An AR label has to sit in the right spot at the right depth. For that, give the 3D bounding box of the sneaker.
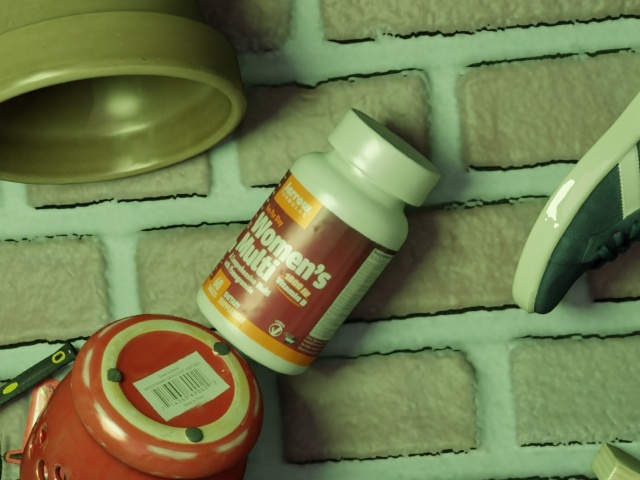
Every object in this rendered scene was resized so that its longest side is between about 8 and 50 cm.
[{"bbox_3d":[0.309,-0.054,1.654,0.148,0.131,0.350,40,99,11],"label":"sneaker"}]

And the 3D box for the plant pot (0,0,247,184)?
[{"bbox_3d":[-0.207,-0.197,1.708,0.263,0.263,0.229,-13,72,11],"label":"plant pot"}]

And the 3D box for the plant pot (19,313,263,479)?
[{"bbox_3d":[-0.151,0.168,1.700,0.191,0.191,0.174,32,132,8],"label":"plant pot"}]

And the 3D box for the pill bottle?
[{"bbox_3d":[0.000,0.000,1.723,0.121,0.121,0.221,38,100,6],"label":"pill bottle"}]

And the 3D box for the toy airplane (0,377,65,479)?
[{"bbox_3d":[-0.233,0.201,1.826,0.151,0.028,0.151,-3,77,13],"label":"toy airplane"}]

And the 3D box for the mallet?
[{"bbox_3d":[-0.313,0.144,1.835,0.190,0.039,0.062,-39,72,7],"label":"mallet"}]

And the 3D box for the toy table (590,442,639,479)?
[{"bbox_3d":[0.317,0.252,1.629,0.161,0.252,0.274,28,87,-8],"label":"toy table"}]
